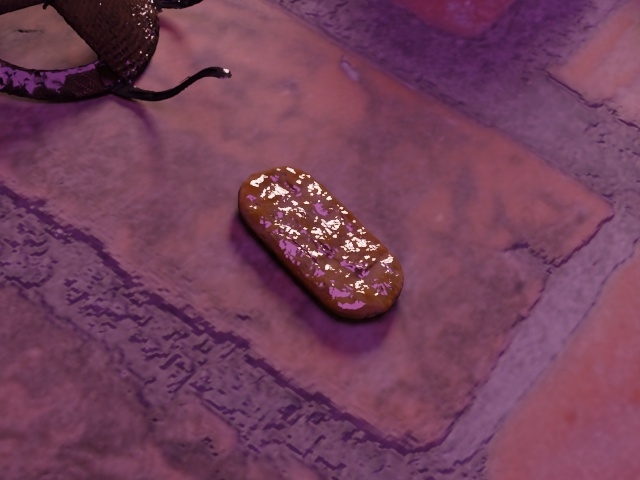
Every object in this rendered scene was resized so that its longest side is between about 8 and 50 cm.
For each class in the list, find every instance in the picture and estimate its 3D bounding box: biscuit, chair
[{"bbox_3d":[0.000,0.000,1.023,0.071,0.018,0.147,-28,63,-33],"label":"biscuit"},{"bbox_3d":[-0.178,-0.185,1.091,0.213,0.149,0.174,-13,44,31],"label":"chair"}]
